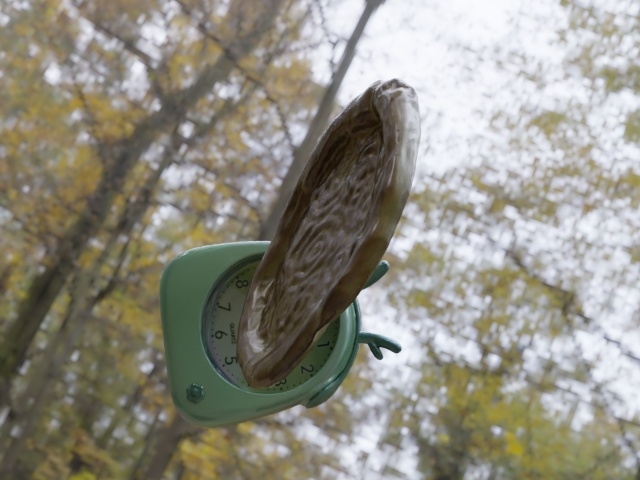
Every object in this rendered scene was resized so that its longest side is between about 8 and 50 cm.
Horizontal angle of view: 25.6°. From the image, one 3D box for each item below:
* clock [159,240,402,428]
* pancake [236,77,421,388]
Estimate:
[{"bbox_3d":[-0.034,0.078,1.245,0.210,0.159,0.066,-8,-13,10],"label":"clock"},{"bbox_3d":[0.001,0.000,1.033,0.031,0.250,0.250,26,-26,-16],"label":"pancake"}]
